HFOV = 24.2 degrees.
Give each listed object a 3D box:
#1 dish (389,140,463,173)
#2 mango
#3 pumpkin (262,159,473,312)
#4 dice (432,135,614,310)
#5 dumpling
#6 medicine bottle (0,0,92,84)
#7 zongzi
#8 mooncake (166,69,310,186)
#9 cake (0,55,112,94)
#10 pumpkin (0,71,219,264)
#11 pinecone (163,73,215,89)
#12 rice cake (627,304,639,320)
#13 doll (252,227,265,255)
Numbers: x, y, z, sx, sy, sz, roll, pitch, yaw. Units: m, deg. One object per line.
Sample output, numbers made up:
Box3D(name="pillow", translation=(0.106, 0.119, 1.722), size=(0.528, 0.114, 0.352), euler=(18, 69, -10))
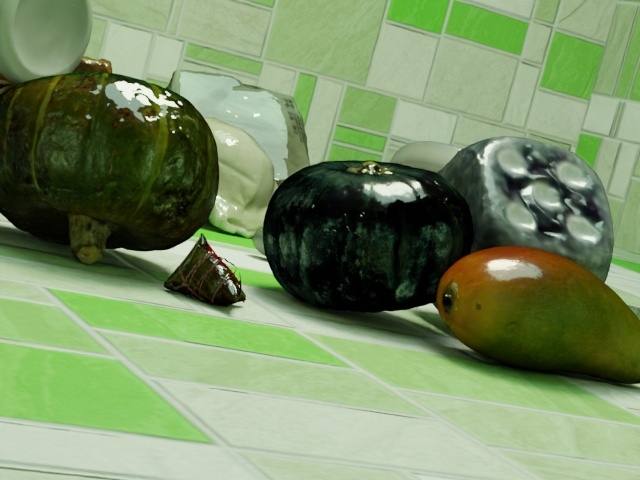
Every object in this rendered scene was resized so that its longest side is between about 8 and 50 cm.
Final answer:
Box3D(name="dish", translation=(0.187, -0.005, 2.191), size=(0.273, 0.134, 0.273), euler=(29, -29, 17))
Box3D(name="mango", translation=(0.247, 0.081, 1.611), size=(0.289, 0.129, 0.146), euler=(21, -2, -44))
Box3D(name="pumpkin", translation=(0.054, -0.007, 1.651), size=(0.233, 0.163, 0.233), euler=(-1, 8, 0))
Box3D(name="dice", translation=(0.228, -0.003, 1.766), size=(0.183, 0.181, 0.182), euler=(11, -36, -19))
Box3D(name="dumpling", translation=(-0.163, -0.096, 2.152), size=(0.258, 0.147, 0.193), euler=(49, 29, 18))
Box3D(name="medicine bottle", translation=(-0.381, -0.254, 1.623), size=(0.252, 0.144, 0.144), euler=(18, 7, 34))
Box3D(name="zongzi", translation=(-0.100, 0.046, 1.486), size=(0.083, 0.067, 0.073), euler=(38, 3, 23))
Box3D(name="mooncake", translation=(-0.145, -0.149, 2.428), size=(0.250, 0.136, 0.254), euler=(12, 49, -15))
Box3D(name="cake", translation=(-0.410, -0.149, 1.831), size=(0.293, 0.196, 0.199), euler=(6, 9, -18))
Box3D(name="pumpkin", translation=(-0.229, -0.063, 1.546), size=(0.260, 0.189, 0.260), euler=(4, -15, 1))
Box3D(name="pinecone", translation=(-0.209, -0.181, 2.617), size=(0.221, 0.221, 0.221), euler=(15, 6, -2))
Box3D(name="rice cake", translation=(0.431, 0.108, 2.238), size=(0.211, 0.034, 0.043), euler=(10, -1, -34))
Box3D(name="doll", translation=(0.000, 0.000, 1.982), size=(0.103, 0.071, 0.214), euler=(18, 10, 38))
